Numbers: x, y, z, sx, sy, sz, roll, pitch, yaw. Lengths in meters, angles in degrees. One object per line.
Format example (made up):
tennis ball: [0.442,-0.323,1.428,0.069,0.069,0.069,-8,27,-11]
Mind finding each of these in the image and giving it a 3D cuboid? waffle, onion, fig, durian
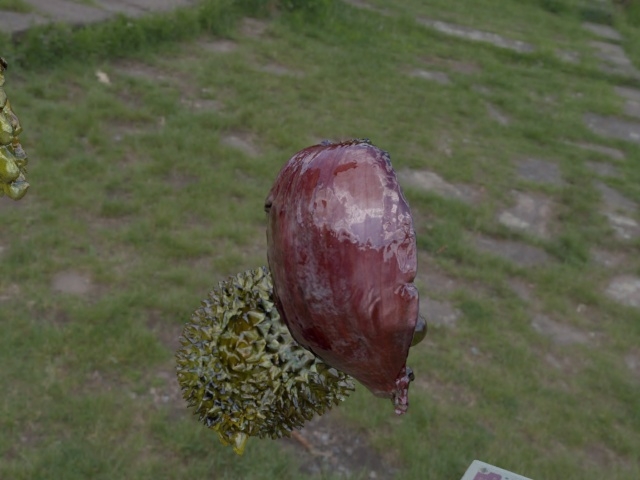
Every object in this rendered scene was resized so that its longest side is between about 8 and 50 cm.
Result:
waffle: [-0.386,-0.172,0.918,0.060,0.281,0.262,-23,5,-30]
onion: [0.017,0.045,0.820,0.120,0.284,0.227,-15,1,-15]
fig: [0.149,0.168,1.539,0.082,0.098,0.084,39,26,30]
durian: [-0.079,0.156,1.194,0.293,0.258,0.258,-28,39,-26]

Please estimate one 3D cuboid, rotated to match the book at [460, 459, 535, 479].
book: [0.264,0.339,0.986,0.232,0.022,0.162,13,19,25]
